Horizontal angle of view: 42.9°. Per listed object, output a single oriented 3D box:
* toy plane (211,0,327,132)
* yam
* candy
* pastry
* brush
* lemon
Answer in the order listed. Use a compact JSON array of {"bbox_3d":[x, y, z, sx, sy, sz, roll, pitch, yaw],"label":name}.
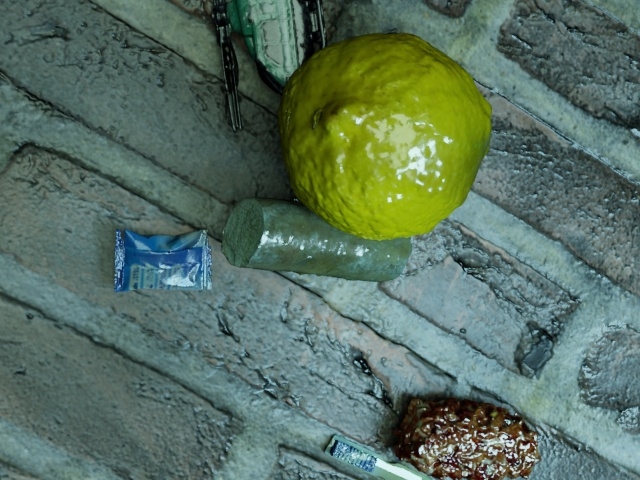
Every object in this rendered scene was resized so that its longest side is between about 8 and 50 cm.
[{"bbox_3d":[-0.080,-0.344,1.094,0.155,0.106,0.381,-8,101,0],"label":"toy plane"},{"bbox_3d":[0.000,0.000,1.131,0.259,0.106,0.106,7,93,-34],"label":"yam"},{"bbox_3d":[-0.213,0.027,1.118,0.136,0.038,0.088,0,97,-22],"label":"candy"},{"bbox_3d":[0.216,0.295,1.201,0.209,0.097,0.115,6,99,-12],"label":"pastry"},{"bbox_3d":[0.090,0.337,1.212,0.179,0.030,0.033,27,78,-13],"label":"brush"},{"bbox_3d":[0.085,-0.132,1.050,0.322,0.268,0.268,-5,97,-56],"label":"lemon"}]
